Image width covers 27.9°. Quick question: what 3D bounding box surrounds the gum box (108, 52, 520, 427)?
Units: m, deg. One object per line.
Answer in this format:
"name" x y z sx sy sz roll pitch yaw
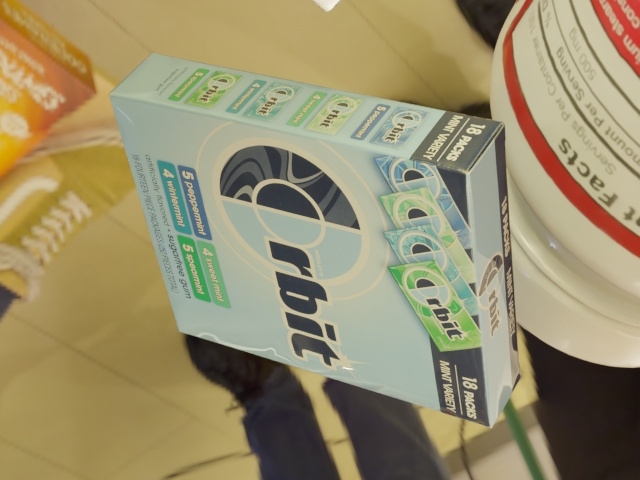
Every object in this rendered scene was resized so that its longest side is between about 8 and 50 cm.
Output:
"gum box" 0.000 0.000 0.613 0.184 0.041 0.157 14 136 26

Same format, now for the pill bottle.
"pill bottle" 0.220 -0.106 0.605 0.229 0.229 0.408 -2 149 -21

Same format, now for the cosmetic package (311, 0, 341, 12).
"cosmetic package" -0.016 -0.282 0.864 0.151 0.151 0.183 -40 152 14
